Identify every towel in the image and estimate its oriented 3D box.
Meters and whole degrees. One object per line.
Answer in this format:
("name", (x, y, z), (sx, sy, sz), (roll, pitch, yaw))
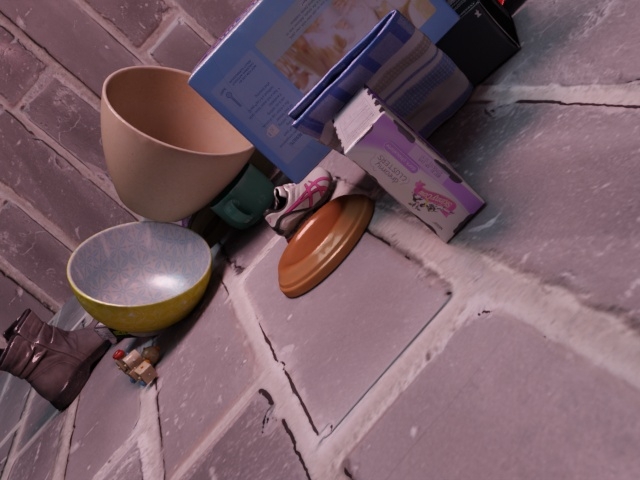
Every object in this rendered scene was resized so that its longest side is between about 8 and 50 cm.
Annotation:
("towel", (0.095, -0.192, 1.236), (0.209, 0.034, 0.285), (-44, -28, 14))

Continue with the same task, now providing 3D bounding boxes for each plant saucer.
("plant saucer", (0.000, 0.000, 1.353), (0.200, 0.037, 0.200), (-44, 16, 16))

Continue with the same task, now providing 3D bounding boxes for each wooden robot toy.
("wooden robot toy", (-0.344, 0.225, 1.687), (0.079, 0.076, 0.173), (-43, 13, -22))

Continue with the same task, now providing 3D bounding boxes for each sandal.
("sandal", (-0.185, -0.091, 1.978), (0.086, 0.120, 0.303), (12, 60, 36))

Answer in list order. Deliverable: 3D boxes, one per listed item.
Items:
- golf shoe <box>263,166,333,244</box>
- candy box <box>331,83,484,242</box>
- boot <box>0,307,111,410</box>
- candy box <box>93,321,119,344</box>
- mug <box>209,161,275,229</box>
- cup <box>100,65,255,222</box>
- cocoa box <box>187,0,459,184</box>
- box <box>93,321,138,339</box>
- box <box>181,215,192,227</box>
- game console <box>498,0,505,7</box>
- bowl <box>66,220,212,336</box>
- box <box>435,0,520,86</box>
("golf shoe", (-0.036, -0.079, 1.549), (0.067, 0.086, 0.186), (-35, 19, 42))
("candy box", (0.101, -0.100, 1.080), (0.070, 0.165, 0.196), (-47, 16, 11))
("boot", (-0.645, 0.234, 2.173), (0.118, 0.222, 0.338), (-39, 18, 33))
("candy box", (-0.451, 0.131, 2.183), (0.159, 0.071, 0.233), (-35, 21, 39))
("mug", (-0.163, -0.077, 1.861), (0.129, 0.097, 0.158), (-28, 26, 51))
("cup", (-0.316, -0.181, 1.842), (0.331, 0.331, 0.237), (-73, 7, -57))
("cocoa box", (-0.004, -0.299, 1.339), (0.347, 0.231, 0.228), (-45, 15, 8))
("box", (-0.394, 0.138, 1.967), (0.190, 0.045, 0.184), (-9, 37, 37))
("box", (-0.233, -0.135, 2.104), (0.293, 0.057, 0.201), (-57, -11, -30))
("game console", (0.335, -0.428, 1.521), (0.124, 0.085, 0.144), (-15, 20, 1))
("bowl", (-0.360, 0.102, 1.794), (0.289, 0.289, 0.156), (-70, -17, -53))
("box", (0.184, -0.284, 1.417), (0.261, 0.103, 0.184), (-40, 15, 25))
